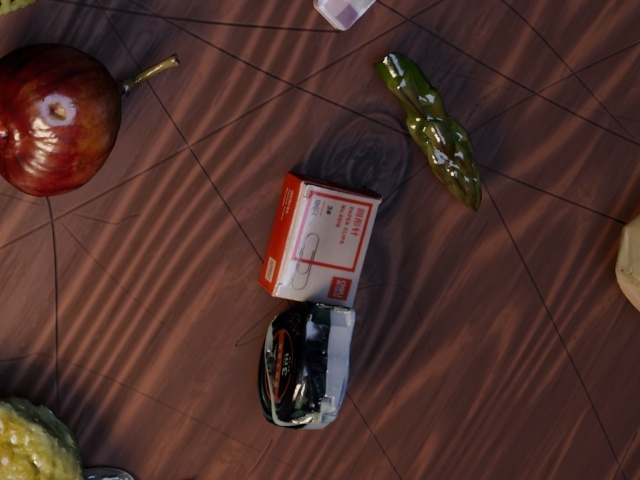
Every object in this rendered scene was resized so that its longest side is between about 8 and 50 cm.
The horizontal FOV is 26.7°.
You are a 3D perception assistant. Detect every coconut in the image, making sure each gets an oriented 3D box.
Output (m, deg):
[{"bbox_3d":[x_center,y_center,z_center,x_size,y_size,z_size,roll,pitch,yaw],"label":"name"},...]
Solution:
[{"bbox_3d":[0.588,0.024,2.116,0.241,0.241,0.241,-4,103,-17],"label":"coconut"}]

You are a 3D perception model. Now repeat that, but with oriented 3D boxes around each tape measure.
[{"bbox_3d":[-0.022,0.186,1.968,0.107,0.181,0.182,8,82,-21],"label":"tape measure"}]

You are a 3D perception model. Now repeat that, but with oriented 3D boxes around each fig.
[{"bbox_3d":[-0.335,-0.177,1.810,0.249,0.186,0.203,-36,142,-51],"label":"fig"}]

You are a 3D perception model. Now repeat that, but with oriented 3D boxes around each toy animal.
[{"bbox_3d":[-0.252,0.409,1.990,0.155,0.095,0.219,-24,109,-7],"label":"toy animal"}]

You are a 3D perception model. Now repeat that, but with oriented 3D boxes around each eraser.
[{"bbox_3d":[0.045,-0.359,1.950,0.105,0.026,0.065,-48,114,-3],"label":"eraser"}]

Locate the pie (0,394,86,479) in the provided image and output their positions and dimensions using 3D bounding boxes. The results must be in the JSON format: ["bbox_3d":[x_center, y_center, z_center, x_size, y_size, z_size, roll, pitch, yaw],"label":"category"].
[{"bbox_3d":[-0.495,0.400,1.859,0.418,0.180,0.395,-3,97,-14],"label":"pie"}]

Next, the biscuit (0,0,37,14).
[{"bbox_3d":[-0.464,-0.316,1.732,0.231,0.016,0.139,-28,153,-28],"label":"biscuit"}]

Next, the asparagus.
[{"bbox_3d":[0.173,-0.164,2.012,0.080,0.080,0.287,-33,107,-8],"label":"asparagus"}]

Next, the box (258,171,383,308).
[{"bbox_3d":[0.000,0.000,1.976,0.133,0.099,0.182,13,98,-22],"label":"box"}]
